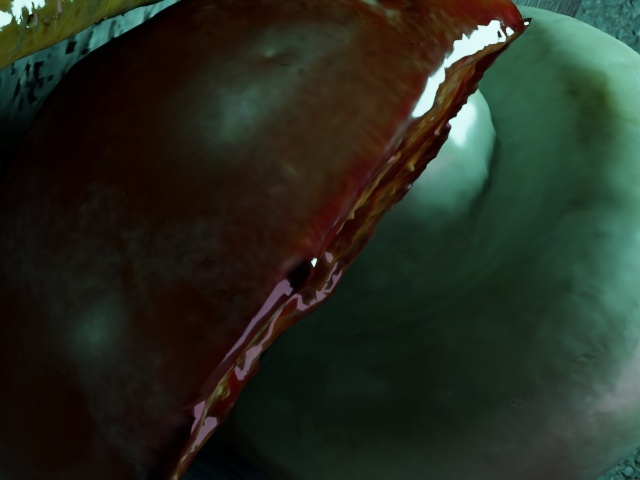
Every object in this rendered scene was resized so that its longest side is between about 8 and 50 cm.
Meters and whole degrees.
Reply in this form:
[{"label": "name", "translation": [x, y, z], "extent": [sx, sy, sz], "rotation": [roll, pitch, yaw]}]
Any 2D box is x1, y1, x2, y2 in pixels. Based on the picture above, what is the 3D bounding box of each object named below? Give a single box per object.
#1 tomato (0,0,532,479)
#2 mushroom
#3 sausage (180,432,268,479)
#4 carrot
[{"label": "tomato", "translation": [-0.045, 0.000, 0.537], "extent": [0.228, 0.101, 0.228], "rotation": [-54, 175, -7]}, {"label": "mushroom", "translation": [0.032, -0.013, 0.728], "extent": [0.243, 0.243, 0.243], "rotation": [-62, 172, -16]}, {"label": "sausage", "translation": [-0.074, 0.145, 0.733], "extent": [0.317, 0.117, 0.125], "rotation": [-10, 93, -79]}, {"label": "carrot", "translation": [-0.066, -0.063, 0.439], "extent": [0.165, 0.036, 0.035], "rotation": [-45, 159, -62]}]
